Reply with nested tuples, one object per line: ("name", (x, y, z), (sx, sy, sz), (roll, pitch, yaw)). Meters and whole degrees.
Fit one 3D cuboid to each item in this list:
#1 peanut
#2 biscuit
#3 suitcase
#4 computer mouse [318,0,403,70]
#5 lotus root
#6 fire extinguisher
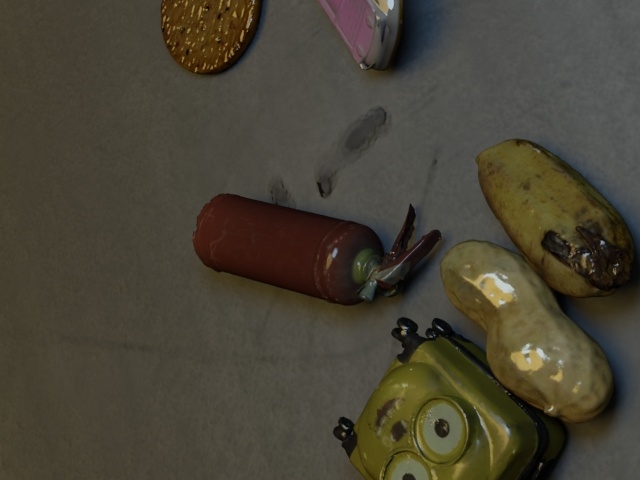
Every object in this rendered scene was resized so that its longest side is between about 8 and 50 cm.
("peanut", (0.226, 0.094, 1.696), (0.263, 0.117, 0.101), (59, 138, 30))
("biscuit", (-0.151, -0.321, 2.123), (0.188, 0.027, 0.187), (-4, 84, 40))
("suitcase", (0.139, 0.224, 1.735), (0.235, 0.143, 0.194), (44, 113, 35))
("computer mouse", (0.023, -0.354, 1.899), (0.310, 0.072, 0.158), (59, 158, 20))
("lotus root", (0.261, -0.024, 1.690), (0.110, 0.097, 0.258), (-33, 48, -1))
("fire extinguisher", (0.000, 0.000, 1.918), (0.337, 0.106, 0.147), (13, 69, 40))
